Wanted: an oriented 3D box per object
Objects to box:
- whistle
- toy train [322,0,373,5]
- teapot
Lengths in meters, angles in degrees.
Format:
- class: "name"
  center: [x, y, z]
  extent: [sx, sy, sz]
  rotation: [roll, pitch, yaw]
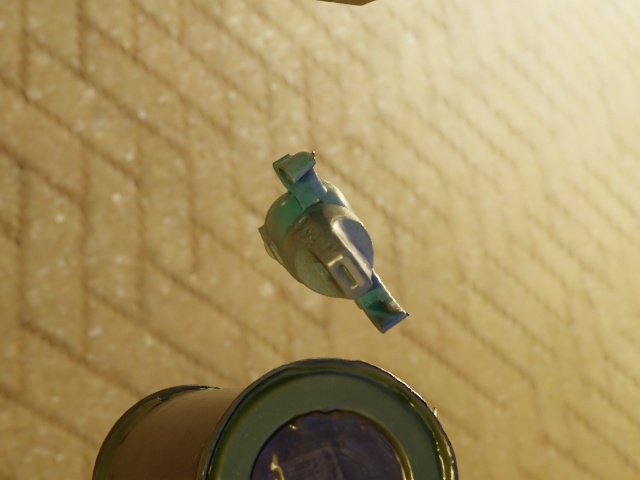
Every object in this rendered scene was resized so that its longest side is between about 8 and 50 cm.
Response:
- class: "whistle"
  center: [0.000, 0.000, 1.804]
  extent: [0.186, 0.093, 0.274]
  rotation: [59, -3, -17]
- class: "toy train"
  center: [0.008, -0.249, 1.796]
  extent: [0.209, 0.044, 0.042]
  rotation: [-7, 79, -65]
- class: "teapot"
  center: [-0.031, 0.189, 1.521]
  extent: [0.270, 0.337, 0.200]
  rotation: [-21, 93, -24]
